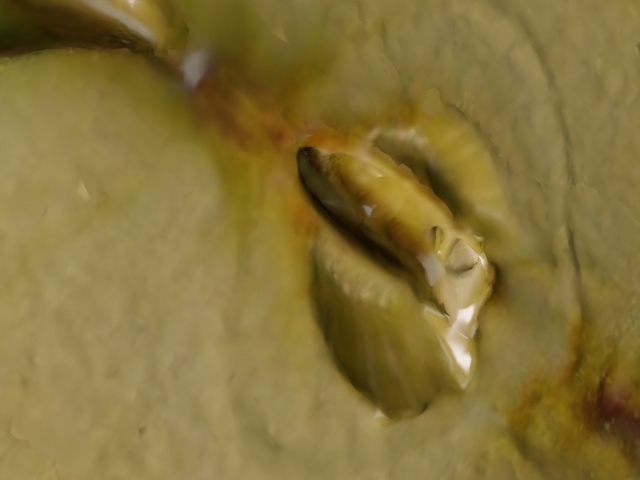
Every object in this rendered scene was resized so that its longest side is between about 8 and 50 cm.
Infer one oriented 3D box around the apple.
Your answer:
[{"bbox_3d":[0.000,0.000,0.578,0.360,0.320,0.312,39,25,-39],"label":"apple"}]
